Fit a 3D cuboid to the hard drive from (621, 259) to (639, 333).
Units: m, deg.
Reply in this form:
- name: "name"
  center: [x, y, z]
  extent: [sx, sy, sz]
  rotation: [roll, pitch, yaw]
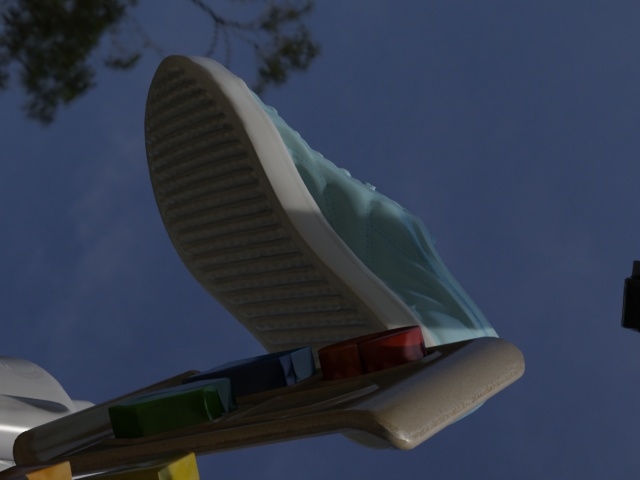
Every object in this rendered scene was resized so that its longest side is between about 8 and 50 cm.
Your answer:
- name: "hard drive"
  center: [0.431, 0.059, 1.047]
  extent: [0.338, 0.237, 0.064]
  rotation: [9, -83, 35]

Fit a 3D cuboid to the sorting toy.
- name: "sorting toy"
  center: [-0.043, 0.088, 0.728]
  extent: [0.229, 0.307, 0.041]
  rotation: [-8, -88, 26]

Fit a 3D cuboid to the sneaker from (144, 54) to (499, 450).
- name: "sneaker"
  center: [0.000, 0.000, 1.042]
  extent: [0.366, 0.150, 0.135]
  rotation: [55, -51, 24]

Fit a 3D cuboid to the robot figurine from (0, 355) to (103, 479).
- name: "robot figurine"
  center: [-0.307, 0.177, 0.978]
  extent: [0.300, 0.353, 0.200]
  rotation: [-34, -117, 31]
